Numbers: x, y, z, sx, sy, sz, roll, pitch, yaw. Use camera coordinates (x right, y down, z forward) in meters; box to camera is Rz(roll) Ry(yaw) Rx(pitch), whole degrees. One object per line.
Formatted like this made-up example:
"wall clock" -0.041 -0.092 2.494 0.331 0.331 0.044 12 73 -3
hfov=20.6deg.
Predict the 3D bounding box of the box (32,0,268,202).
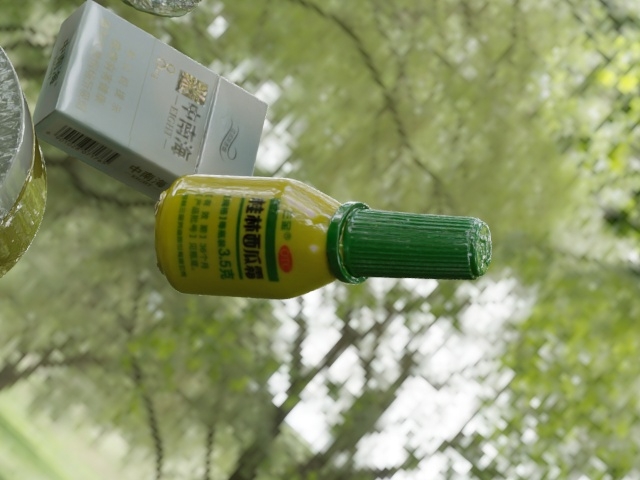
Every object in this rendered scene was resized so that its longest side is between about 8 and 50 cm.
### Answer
"box" -0.180 -0.132 1.890 0.243 0.155 0.067 28 -34 -27

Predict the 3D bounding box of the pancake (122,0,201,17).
"pancake" -0.200 -0.302 2.004 0.129 0.116 0.023 53 -42 23

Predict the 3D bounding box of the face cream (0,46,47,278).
"face cream" -0.345 -0.069 1.473 0.218 0.218 0.179 41 -15 10

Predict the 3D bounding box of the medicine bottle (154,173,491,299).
"medicine bottle" 0.000 0.000 1.568 0.308 0.111 0.076 3 6 20
